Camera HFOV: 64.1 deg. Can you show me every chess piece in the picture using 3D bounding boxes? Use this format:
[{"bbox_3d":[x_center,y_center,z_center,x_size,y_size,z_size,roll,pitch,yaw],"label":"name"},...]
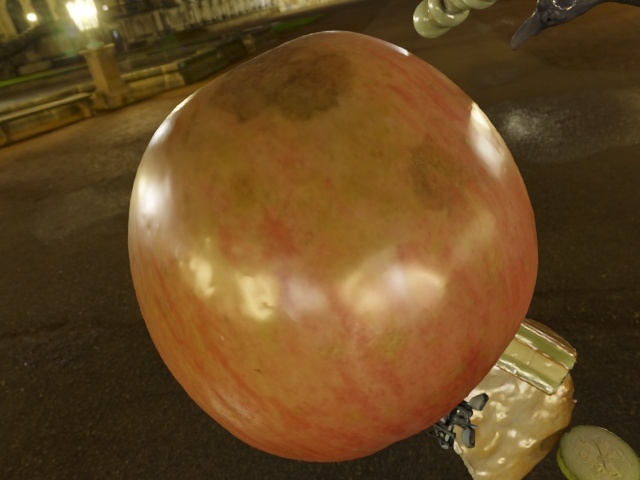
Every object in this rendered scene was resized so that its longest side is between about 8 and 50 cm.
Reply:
[{"bbox_3d":[0.308,-0.548,1.166,0.133,0.133,0.243,-26,2,-27],"label":"chess piece"}]

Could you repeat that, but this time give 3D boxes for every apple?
[{"bbox_3d":[0.000,0.000,0.477,0.363,0.364,0.364,-10,26,5],"label":"apple"}]

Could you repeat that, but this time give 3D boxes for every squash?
[{"bbox_3d":[0.775,0.618,1.422,0.219,0.041,0.219,-3,32,2],"label":"squash"}]

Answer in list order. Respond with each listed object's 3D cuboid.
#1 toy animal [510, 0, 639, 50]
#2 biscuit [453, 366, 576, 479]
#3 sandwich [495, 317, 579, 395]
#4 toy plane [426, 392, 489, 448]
[{"bbox_3d":[0.421,-0.331,0.585,0.366,0.206,0.081,-1,51,11],"label":"toy animal"},{"bbox_3d":[0.540,0.487,1.501,0.446,0.429,0.104,-39,12,-8],"label":"biscuit"},{"bbox_3d":[0.276,0.143,0.763,0.163,0.079,0.113,28,10,-2],"label":"sandwich"},{"bbox_3d":[0.245,0.349,1.126,0.246,0.169,0.078,16,-6,39],"label":"toy plane"}]
